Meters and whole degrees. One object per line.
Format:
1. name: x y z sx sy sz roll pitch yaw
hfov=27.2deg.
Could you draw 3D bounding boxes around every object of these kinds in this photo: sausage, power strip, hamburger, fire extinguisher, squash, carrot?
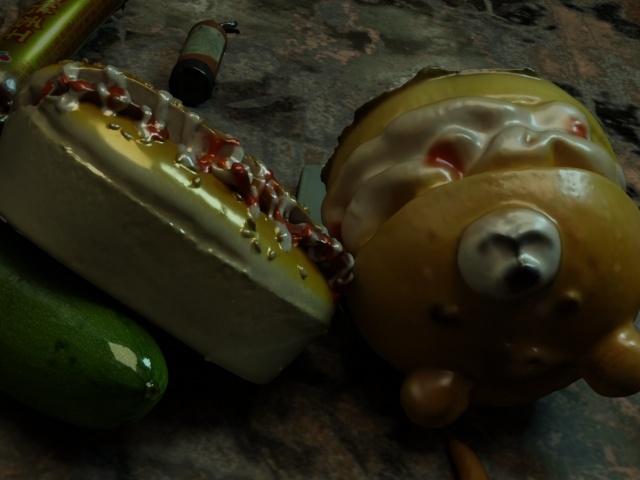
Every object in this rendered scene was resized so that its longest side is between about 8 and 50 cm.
1. sausage: -0.299 -0.210 1.408 0.082 0.082 0.371 16 32 3
2. power strip: 0.000 0.000 1.243 0.060 0.027 0.252 14 32 -3
3. hamburger: 0.137 0.020 1.066 0.276 0.276 0.236 5 46 -15
4. fire extinguisher: -0.130 -0.211 1.499 0.062 0.050 0.177 -3 32 8
5. hamburger: -0.114 -0.016 1.013 0.295 0.151 0.227 33 -5 -17
6. squash: -0.261 0.033 1.009 0.395 0.107 0.107 31 35 27
7. carrot: 0.114 0.193 0.987 0.035 0.035 0.142 11 25 -6

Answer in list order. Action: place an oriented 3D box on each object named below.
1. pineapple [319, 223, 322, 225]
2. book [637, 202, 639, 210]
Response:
1. pineapple: -0.007 0.003 1.189 0.083 0.019 0.045 -12 38 -41
2. book: 0.540 -0.021 1.485 0.300 0.039 0.428 28 35 20
